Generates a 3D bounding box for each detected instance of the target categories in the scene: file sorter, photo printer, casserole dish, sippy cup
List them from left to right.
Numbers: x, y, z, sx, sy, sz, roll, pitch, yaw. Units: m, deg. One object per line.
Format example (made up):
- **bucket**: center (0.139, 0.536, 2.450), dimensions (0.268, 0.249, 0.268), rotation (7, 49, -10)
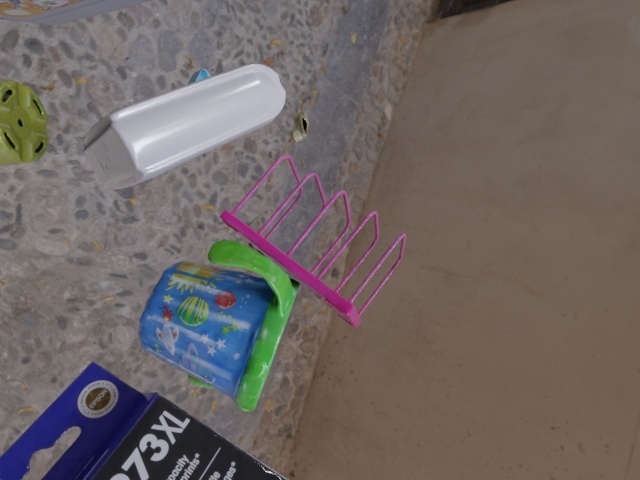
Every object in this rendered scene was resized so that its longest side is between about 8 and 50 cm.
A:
- **photo printer**: center (-0.224, -0.201, 0.693), dimensions (0.307, 0.256, 0.107), rotation (-36, 113, -31)
- **casserole dish**: center (-0.378, -0.438, 1.226), dimensions (0.114, 0.037, 0.188), rotation (80, 21, -60)
- **sippy cup**: center (-0.178, 0.145, 0.705), dimensions (0.224, 0.240, 0.305), rotation (20, 91, -2)
- **file sorter**: center (0.000, 0.000, 0.779), dimensions (0.182, 0.291, 0.202), rotation (-51, 162, -9)

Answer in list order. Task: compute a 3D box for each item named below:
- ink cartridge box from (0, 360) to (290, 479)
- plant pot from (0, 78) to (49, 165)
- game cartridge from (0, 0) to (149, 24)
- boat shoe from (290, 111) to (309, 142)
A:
- **ink cartridge box**: center (-0.107, 0.259, 0.320), dimensions (0.175, 0.371, 0.069), rotation (-55, 172, -38)
- **plant pot**: center (-0.793, -0.269, 0.904), dimensions (0.254, 0.276, 0.276), rotation (0, 102, -1)
- **game cartridge**: center (-0.313, -0.271, 0.395), dimensions (0.297, 0.198, 0.062), rotation (-50, 139, -62)
- **boat shoe**: center (-0.056, -0.365, 1.271), dimensions (0.153, 0.048, 0.056), rotation (-77, 149, -48)
